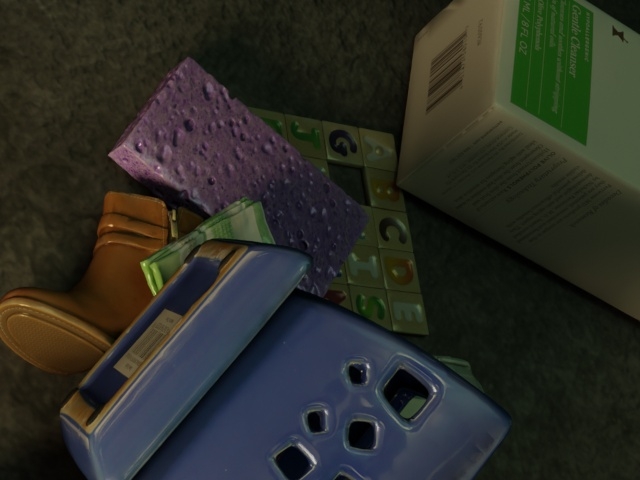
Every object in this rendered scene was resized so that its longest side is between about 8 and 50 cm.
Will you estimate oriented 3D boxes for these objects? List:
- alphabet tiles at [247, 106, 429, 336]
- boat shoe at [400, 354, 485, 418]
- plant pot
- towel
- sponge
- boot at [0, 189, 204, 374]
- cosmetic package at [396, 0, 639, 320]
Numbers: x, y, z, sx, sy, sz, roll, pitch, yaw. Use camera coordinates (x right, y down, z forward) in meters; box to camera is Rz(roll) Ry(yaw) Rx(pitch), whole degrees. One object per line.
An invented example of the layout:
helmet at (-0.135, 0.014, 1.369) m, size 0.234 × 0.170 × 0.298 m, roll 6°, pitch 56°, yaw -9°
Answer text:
alphabet tiles at (0.000, 0.000, 1.654) m, size 0.198 × 0.009 × 0.237 m, roll 8°, pitch 61°, yaw -34°
boat shoe at (0.043, 0.119, 1.581) m, size 0.227 × 0.079 × 0.081 m, roll 11°, pitch 53°, yaw -40°
plant pot at (-0.043, 0.130, 1.341) m, size 0.212 × 0.236 × 0.236 m, roll 43°, pitch 82°, yaw -12°
towel at (-0.070, 0.039, 1.499) m, size 0.152 × 0.023 × 0.113 m, roll -35°, pitch 103°, yaw -55°
sponge at (-0.063, -0.045, 1.604) m, size 0.210 × 0.031 × 0.117 m, roll 41°, pitch 49°, yaw -13°
boot at (-0.161, 0.027, 1.475) m, size 0.197 × 0.073 × 0.152 m, roll 24°, pitch 53°, yaw -40°
cosmetic package at (0.262, -0.074, 1.797) m, size 0.365 × 0.155 × 0.197 m, roll 26°, pitch 49°, yaw -23°
